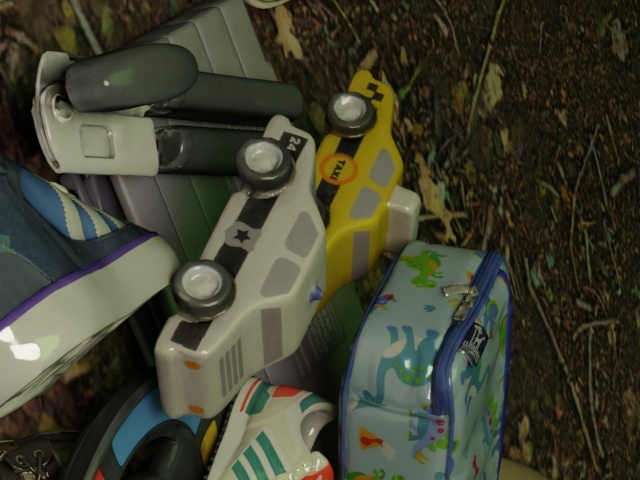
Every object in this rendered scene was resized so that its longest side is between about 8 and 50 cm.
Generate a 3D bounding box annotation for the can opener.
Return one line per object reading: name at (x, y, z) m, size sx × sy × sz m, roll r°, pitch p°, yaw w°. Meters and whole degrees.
can opener at (-0.079, -0.082, 1.142) m, size 0.283 × 0.095 × 0.076 m, roll -1°, pitch 83°, yaw -57°

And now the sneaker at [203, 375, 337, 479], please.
sneaker at (-0.033, 0.162, 1.149) m, size 0.057 × 0.075 × 0.161 m, roll 83°, pitch 18°, yaw -49°

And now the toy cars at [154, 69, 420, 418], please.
toy cars at (0.000, 0.000, 1.151) m, size 0.394 × 0.087 × 0.176 m, roll -40°, pitch 147°, yaw -69°

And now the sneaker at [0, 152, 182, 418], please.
sneaker at (-0.208, -0.026, 0.997) m, size 0.236 × 0.130 × 0.323 m, roll 49°, pitch 7°, yaw -1°

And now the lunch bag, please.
lunch bag at (0.077, 0.119, 1.215) m, size 0.176 × 0.090 × 0.219 m, roll -55°, pitch 151°, yaw -56°

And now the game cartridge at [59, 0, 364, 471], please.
game cartridge at (-0.066, 0.018, 1.275) m, size 0.230 × 0.068 × 0.355 m, roll -45°, pitch 119°, yaw -58°

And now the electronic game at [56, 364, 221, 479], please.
electronic game at (-0.115, 0.191, 1.093) m, size 0.229 × 0.048 × 0.229 m, roll 10°, pitch 90°, yaw -71°

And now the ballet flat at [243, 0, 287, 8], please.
ballet flat at (-0.072, -0.285, 1.295) m, size 0.483 × 0.164 × 0.182 m, roll 34°, pitch 75°, yaw -42°

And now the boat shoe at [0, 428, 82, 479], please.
boat shoe at (-0.176, 0.142, 1.065) m, size 0.152 × 0.049 × 0.056 m, roll -21°, pitch 96°, yaw -61°

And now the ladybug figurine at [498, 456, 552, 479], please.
ladybug figurine at (0.118, 0.350, 1.316) m, size 0.305 × 0.162 × 0.449 m, roll 42°, pitch 34°, yaw -12°
